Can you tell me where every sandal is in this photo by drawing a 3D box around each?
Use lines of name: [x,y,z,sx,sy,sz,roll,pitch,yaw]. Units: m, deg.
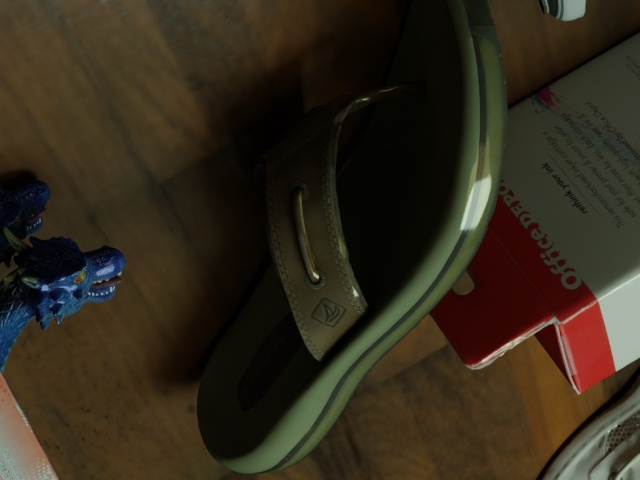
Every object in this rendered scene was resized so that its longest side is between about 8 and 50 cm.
sandal: [0.000,0.002,0.767,0.086,0.120,0.303,15,122,-27]

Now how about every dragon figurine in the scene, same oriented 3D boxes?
dragon figurine: [-0.222,0.077,0.705,0.289,0.085,0.144,-26,138,-17]

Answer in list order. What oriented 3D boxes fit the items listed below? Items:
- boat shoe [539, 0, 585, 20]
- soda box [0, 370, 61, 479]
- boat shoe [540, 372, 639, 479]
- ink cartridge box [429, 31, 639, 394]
boat shoe: [0.093,-0.155,0.724,0.040,0.049,0.142,-16,140,8]
soda box: [-0.154,0.082,0.651,0.063,0.058,0.183,-30,139,-14]
boat shoe: [0.243,0.160,1.101,0.098,0.096,0.277,9,124,-39]
ink cartridge box: [0.154,-0.016,0.831,0.231,0.134,0.078,-30,141,-3]
